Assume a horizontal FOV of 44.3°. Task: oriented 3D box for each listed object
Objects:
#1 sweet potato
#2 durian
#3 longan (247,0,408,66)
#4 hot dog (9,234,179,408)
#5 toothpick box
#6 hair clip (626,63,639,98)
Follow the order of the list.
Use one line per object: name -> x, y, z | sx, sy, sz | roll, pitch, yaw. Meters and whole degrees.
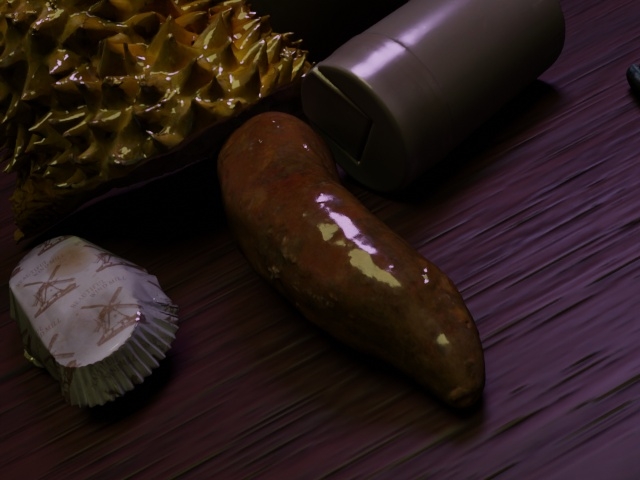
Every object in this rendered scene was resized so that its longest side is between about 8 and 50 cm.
sweet potato -> -0.001, 0.001, 0.497 | 0.097, 0.097, 0.292 | -28, 41, -7
durian -> -0.172, -0.133, 0.626 | 0.305, 0.195, 0.185 | -21, 10, 16
longan -> -0.022, -0.248, 0.736 | 0.220, 0.196, 0.196 | -41, 39, -5
hot dog -> -0.165, 0.050, 0.553 | 0.099, 0.053, 0.192 | -38, 36, -21
toothpick box -> 0.086, -0.127, 0.592 | 0.181, 0.111, 0.111 | -39, 39, -22
hair clip -> 0.263, -0.072, 0.491 | 0.070, 0.039, 0.229 | -30, 36, -8
